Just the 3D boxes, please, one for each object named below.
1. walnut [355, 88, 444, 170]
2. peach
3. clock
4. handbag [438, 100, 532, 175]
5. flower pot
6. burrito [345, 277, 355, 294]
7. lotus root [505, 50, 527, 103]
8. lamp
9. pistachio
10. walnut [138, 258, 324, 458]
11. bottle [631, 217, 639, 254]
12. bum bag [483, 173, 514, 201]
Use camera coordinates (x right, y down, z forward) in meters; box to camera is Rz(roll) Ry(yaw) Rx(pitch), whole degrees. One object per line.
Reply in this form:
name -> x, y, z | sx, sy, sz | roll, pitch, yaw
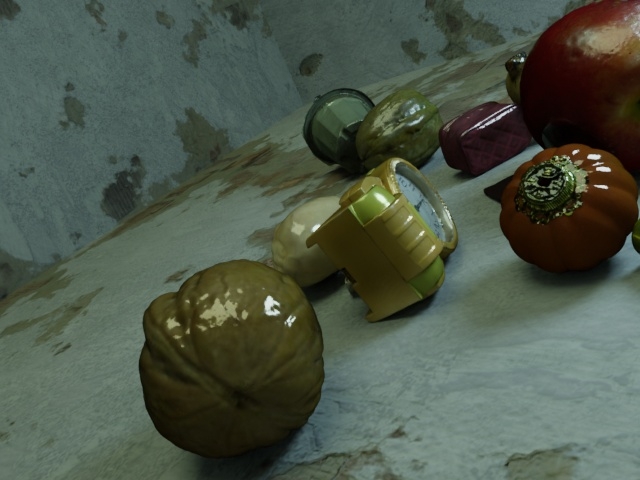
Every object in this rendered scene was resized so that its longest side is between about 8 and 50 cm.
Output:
walnut -> 0.233, -0.317, 1.918 | 0.283, 0.227, 0.283 | -34, 9, 6
peach -> 0.579, -0.296, 1.287 | 0.310, 0.335, 0.406 | -50, 28, -7
clock -> 0.144, -0.026, 1.258 | 0.200, 0.244, 0.317 | -32, 10, 31
handbag -> 0.431, -0.273, 1.683 | 0.225, 0.146, 0.135 | -30, 23, -9
flower pot -> 0.107, -0.353, 2.175 | 0.290, 0.290, 0.259 | -26, 32, -4
burrito -> 0.090, 0.059, 1.380 | 0.058, 0.045, 0.188 | -34, 15, 27
lotus root -> 0.586, -0.386, 1.647 | 0.160, 0.284, 0.146 | -11, 52, 61
lamp -> 0.409, -0.053, 1.061 | 0.223, 0.196, 0.223 | -22, 53, 33
pistachio -> 0.000, 0.000, 1.463 | 0.187, 0.188, 0.299 | -10, 17, 36
walnut -> -0.139, 0.178, 1.001 | 0.332, 0.333, 0.333 | -22, 19, 8
bottle -> 0.539, 0.028, 0.856 | 0.082, 0.082, 0.286 | -25, 19, -1
bum bag -> 0.442, -0.121, 1.452 | 0.109, 0.026, 0.159 | -26, 19, -1
